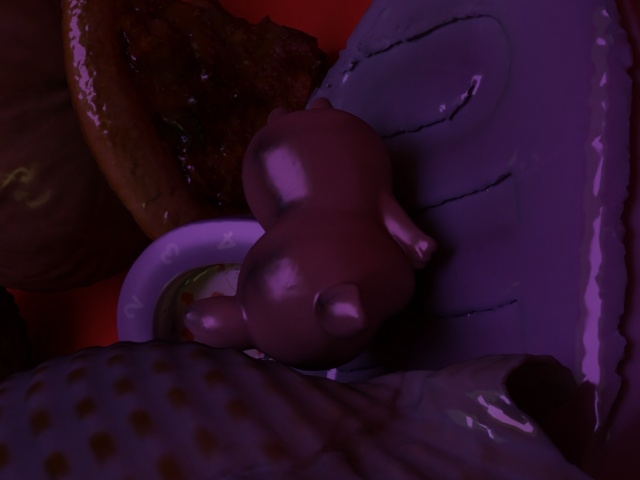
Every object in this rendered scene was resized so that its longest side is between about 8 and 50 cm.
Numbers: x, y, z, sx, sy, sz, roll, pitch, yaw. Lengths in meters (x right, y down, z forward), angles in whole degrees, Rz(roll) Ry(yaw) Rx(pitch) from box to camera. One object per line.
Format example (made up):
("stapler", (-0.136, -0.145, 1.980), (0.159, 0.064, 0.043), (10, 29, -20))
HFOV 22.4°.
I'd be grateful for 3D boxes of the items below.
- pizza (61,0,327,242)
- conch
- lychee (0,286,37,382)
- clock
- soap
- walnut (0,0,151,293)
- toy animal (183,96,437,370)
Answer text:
("pizza", (-0.060, -0.083, 1.070), (0.058, 0.197, 0.292), (-23, 97, 58))
("conch", (-0.053, 0.166, 0.615), (0.319, 0.215, 0.303), (-48, 53, 36))
("lychee", (-0.364, 0.090, 1.379), (0.255, 0.255, 0.274), (41, 125, 56))
("clock", (-0.022, 0.061, 0.991), (0.198, 0.064, 0.172), (47, 114, 14))
("soap", (0.102, 0.038, 0.761), (0.261, 0.156, 0.446), (-18, 62, 55))
("walnut", (-0.229, -0.100, 1.243), (0.252, 0.277, 0.313), (-53, 18, -24))
("toy animal", (-0.005, -0.003, 0.720), (0.083, 0.089, 0.150), (-49, 31, 41))
